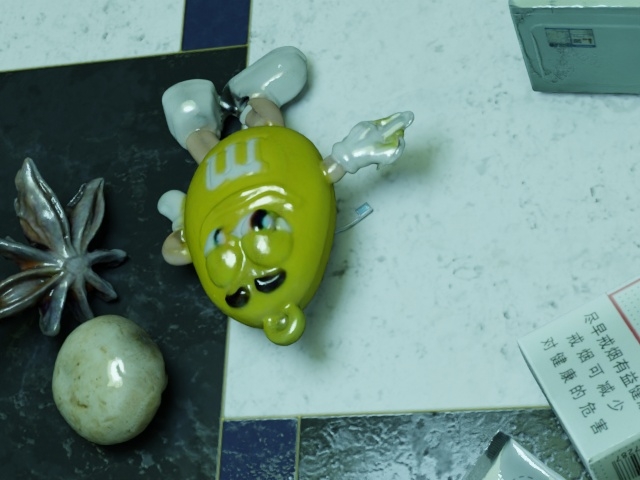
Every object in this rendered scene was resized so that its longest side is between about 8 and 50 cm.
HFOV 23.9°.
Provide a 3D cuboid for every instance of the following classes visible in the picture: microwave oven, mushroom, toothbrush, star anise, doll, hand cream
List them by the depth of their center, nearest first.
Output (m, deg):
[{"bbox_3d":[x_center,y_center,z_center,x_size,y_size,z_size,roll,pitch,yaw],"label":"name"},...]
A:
[{"bbox_3d":[0.297,0.349,1.671,0.336,0.076,0.121,33,86,23],"label":"hand cream"},{"bbox_3d":[0.404,-0.309,1.889,0.295,0.237,0.181,3,67,19],"label":"microwave oven"},{"bbox_3d":[-0.269,0.181,1.946,0.166,0.127,0.166,-12,70,36],"label":"mushroom"},{"bbox_3d":[-0.070,-0.084,1.974,0.348,0.161,0.423,-50,47,-5],"label":"doll"},{"bbox_3d":[0.000,0.000,2.003,0.162,0.014,0.017,-35,76,0],"label":"toothbrush"},{"bbox_3d":[-0.361,0.018,2.027,0.110,0.198,0.258,-17,58,51],"label":"star anise"}]

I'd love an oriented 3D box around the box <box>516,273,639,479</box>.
[{"bbox_3d":[0.420,0.129,1.741,0.330,0.095,0.210,-29,43,4],"label":"box"}]
